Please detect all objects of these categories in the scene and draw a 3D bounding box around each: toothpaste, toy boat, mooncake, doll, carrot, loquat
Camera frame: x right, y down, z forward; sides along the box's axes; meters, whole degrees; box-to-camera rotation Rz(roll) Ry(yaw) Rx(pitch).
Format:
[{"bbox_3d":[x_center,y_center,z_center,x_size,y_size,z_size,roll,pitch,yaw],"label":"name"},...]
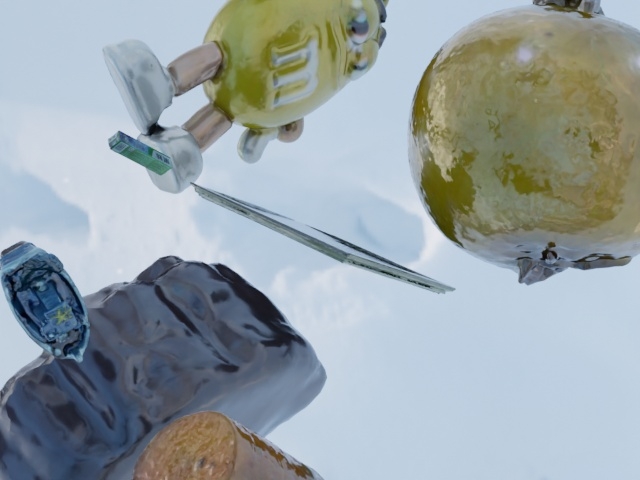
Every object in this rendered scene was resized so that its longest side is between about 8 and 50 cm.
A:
[{"bbox_3d":[-0.204,-0.098,1.492,0.020,0.083,0.017,-34,52,25],"label":"toothpaste"},{"bbox_3d":[-0.240,0.058,1.163,0.061,0.060,0.137,50,163,41],"label":"toy boat"},{"bbox_3d":[-0.194,0.194,1.420,0.381,0.350,0.212,-46,72,-1],"label":"mooncake"},{"bbox_3d":[-0.091,-0.243,1.693,0.161,0.348,0.423,34,85,36],"label":"doll"},{"bbox_3d":[-0.012,0.247,0.977,0.138,0.139,0.302,29,162,49],"label":"carrot"},{"bbox_3d":[0.252,-0.132,1.450,0.328,0.328,0.360,-8,76,55],"label":"loquat"}]

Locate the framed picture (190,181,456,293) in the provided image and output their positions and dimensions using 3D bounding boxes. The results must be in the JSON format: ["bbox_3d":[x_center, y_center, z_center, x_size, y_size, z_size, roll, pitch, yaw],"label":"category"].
[{"bbox_3d":[0.000,0.000,1.568,0.273,0.216,0.016,24,94,42],"label":"framed picture"}]
